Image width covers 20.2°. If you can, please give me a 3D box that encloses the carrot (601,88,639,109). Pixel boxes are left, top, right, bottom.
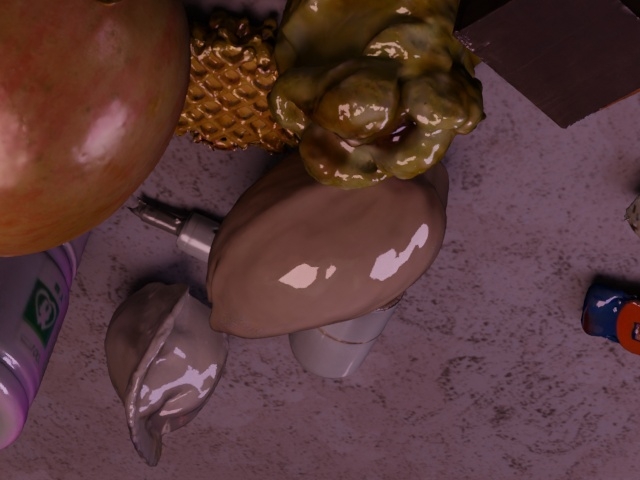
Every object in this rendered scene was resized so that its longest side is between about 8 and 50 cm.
[{"bbox_3d":[0.320,-0.164,1.950,0.093,0.032,0.032,-19,129,28],"label":"carrot"}]

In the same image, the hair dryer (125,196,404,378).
[{"bbox_3d":[-0.082,0.034,2.253,0.357,0.108,0.173,27,138,-1],"label":"hair dryer"}]

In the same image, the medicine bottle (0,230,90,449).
[{"bbox_3d":[-0.419,0.077,2.200,0.212,0.325,0.212,7,139,6],"label":"medicine bottle"}]

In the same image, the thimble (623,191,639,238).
[{"bbox_3d":[0.402,-0.025,2.038,0.110,0.084,0.062,18,139,-7],"label":"thimble"}]

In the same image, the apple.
[{"bbox_3d":[-0.327,-0.180,1.840,0.391,0.346,0.391,32,160,13],"label":"apple"}]

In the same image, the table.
[{"bbox_3d":[0.266,-0.252,1.758,0.169,0.172,0.193,36,138,-25],"label":"table"}]

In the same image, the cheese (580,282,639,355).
[{"bbox_3d":[0.473,0.136,2.169,0.329,0.129,0.217,22,146,18],"label":"cheese"}]

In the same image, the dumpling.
[{"bbox_3d":[-0.200,0.184,2.336,0.175,0.227,0.243,-10,141,26],"label":"dumpling"}]

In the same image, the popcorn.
[{"bbox_3d":[0.059,-0.168,1.849,0.225,0.276,0.276,-2,137,10],"label":"popcorn"}]

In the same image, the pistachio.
[{"bbox_3d":[0.000,0.000,2.065,0.331,0.208,0.226,-34,158,9],"label":"pistachio"}]

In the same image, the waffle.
[{"bbox_3d":[-0.096,-0.173,2.028,0.193,0.070,0.197,5,141,10],"label":"waffle"}]
